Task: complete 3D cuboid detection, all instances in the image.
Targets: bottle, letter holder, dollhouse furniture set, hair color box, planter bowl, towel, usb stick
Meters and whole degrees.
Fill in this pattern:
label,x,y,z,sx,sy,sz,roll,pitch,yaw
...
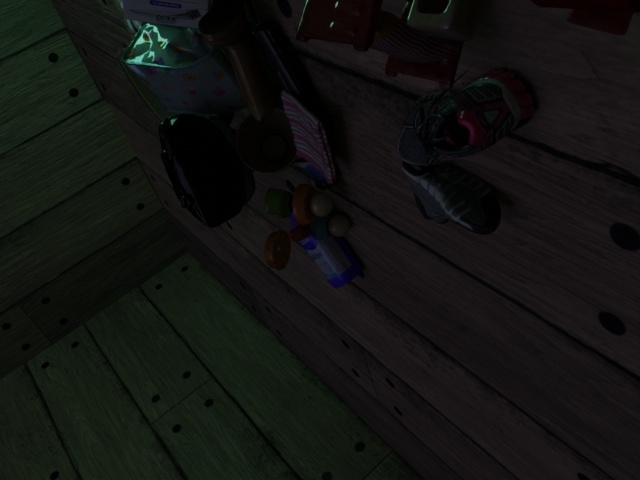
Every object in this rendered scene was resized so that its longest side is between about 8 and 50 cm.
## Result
label,x,y,z,sx,sy,sz,roll,pitch,yaw
bottle,0.000,0.000,1.708,0.282,0.092,0.118,54,156,-2
letter holder,-0.429,-0.438,1.763,0.301,0.214,0.152,53,161,1
dollhouse furniture set,0.175,-0.252,0.666,0.374,0.201,0.152,26,106,42
hair color box,-0.310,-0.589,1.215,0.339,0.185,0.110,120,150,-64
planter bowl,-0.124,-0.243,1.514,0.162,0.162,0.109,52,-178,4
towel,-0.027,-0.228,1.342,0.144,0.029,0.197,46,165,35
usb stick,-0.058,-0.348,1.316,0.278,0.045,0.077,58,161,-15

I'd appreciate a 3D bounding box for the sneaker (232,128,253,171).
label,x,y,z,sx,sy,sz,roll,pitch,yaw
sneaker,-0.268,-0.281,1.863,0.286,0.109,0.130,9,126,51

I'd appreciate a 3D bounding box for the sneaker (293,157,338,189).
label,x,y,z,sx,sy,sz,roll,pitch,yaw
sneaker,-0.011,-0.166,1.499,0.152,0.058,0.084,11,126,53

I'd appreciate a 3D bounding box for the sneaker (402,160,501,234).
label,x,y,z,sx,sy,sz,roll,pitch,yaw
sneaker,0.241,-0.062,1.085,0.228,0.086,0.132,51,168,39

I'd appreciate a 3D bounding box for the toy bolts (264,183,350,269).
label,x,y,z,sx,sy,sz,roll,pitch,yaw
toy bolts,-0.025,-0.026,1.533,0.159,0.218,0.228,4,177,23

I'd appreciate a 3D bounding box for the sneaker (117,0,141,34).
label,x,y,z,sx,sy,sz,roll,pitch,yaw
sneaker,-0.555,-0.729,1.783,0.095,0.090,0.235,13,142,43

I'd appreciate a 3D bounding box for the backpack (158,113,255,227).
label,x,y,z,sx,sy,sz,roll,pitch,yaw
backpack,-0.297,-0.188,1.603,0.290,0.273,0.355,64,159,-5

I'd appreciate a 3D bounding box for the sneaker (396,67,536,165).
label,x,y,z,sx,sy,sz,roll,pitch,yaw
sneaker,0.191,-0.176,0.937,0.120,0.112,0.299,55,161,-5

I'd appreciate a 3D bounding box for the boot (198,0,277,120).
label,x,y,z,sx,sy,sz,roll,pitch,yaw
boot,-0.168,-0.388,1.333,0.236,0.089,0.269,-82,-20,-48

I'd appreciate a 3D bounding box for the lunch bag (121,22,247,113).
label,x,y,z,sx,sy,sz,roll,pitch,yaw
lunch bag,-0.309,-0.419,1.480,0.262,0.160,0.223,12,162,26
